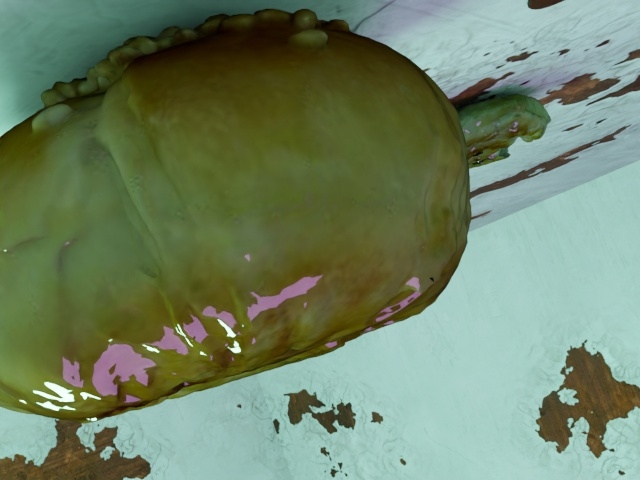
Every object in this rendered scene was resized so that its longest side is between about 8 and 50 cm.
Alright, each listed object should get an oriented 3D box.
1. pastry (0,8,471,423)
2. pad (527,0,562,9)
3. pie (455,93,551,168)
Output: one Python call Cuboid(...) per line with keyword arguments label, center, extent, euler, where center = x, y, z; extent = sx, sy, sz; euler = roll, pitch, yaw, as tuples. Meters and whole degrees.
Cuboid(label="pastry", center=(-0.083, -0.017, 0.608), extent=(0.410, 0.245, 0.409), euler=(-18, 169, -4))
Cuboid(label="pad", center=(0.260, -0.264, 0.658), extent=(0.181, 0.004, 0.267), euler=(-22, 172, 10))
Cuboid(label="pie", center=(0.184, -0.132, 1.173), extent=(0.303, 0.066, 0.302), euler=(-20, 174, -2))
